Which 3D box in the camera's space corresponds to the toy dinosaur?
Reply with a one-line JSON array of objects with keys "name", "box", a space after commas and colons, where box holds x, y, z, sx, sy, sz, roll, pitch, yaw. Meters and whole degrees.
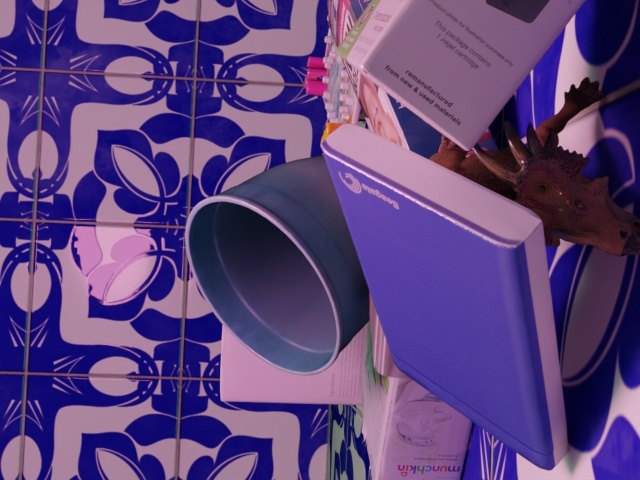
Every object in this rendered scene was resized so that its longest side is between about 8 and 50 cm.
[{"name": "toy dinosaur", "box": [0.144, -0.041, 0.830, 0.200, 0.296, 0.127, -31, -77, -50]}]

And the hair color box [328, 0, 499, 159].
[{"name": "hair color box", "box": [0.114, -0.182, 1.188, 0.174, 0.105, 0.347, 90, 160, -74]}]

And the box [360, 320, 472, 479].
[{"name": "box", "box": [0.134, 0.194, 1.359, 0.262, 0.127, 0.231, -96, 10, -61]}]

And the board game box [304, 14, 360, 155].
[{"name": "board game box", "box": [0.033, -0.384, 1.666, 0.390, 0.050, 0.389, -102, 18, -59]}]

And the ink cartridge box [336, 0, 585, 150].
[{"name": "ink cartridge box", "box": [0.144, -0.227, 0.773, 0.273, 0.115, 0.198, -53, 12, 9]}]

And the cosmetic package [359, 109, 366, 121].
[{"name": "cosmetic package", "box": [0.108, -0.391, 1.850, 0.129, 0.153, 0.296, 111, 162, -71]}]

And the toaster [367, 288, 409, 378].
[{"name": "toaster", "box": [0.144, 0.075, 1.090, 0.185, 0.168, 0.110, -93, 4, -57]}]

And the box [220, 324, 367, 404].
[{"name": "box", "box": [0.005, 0.163, 1.612, 0.215, 0.346, 0.168, -106, 19, -74]}]

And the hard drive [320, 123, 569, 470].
[{"name": "hard drive", "box": [0.118, 0.059, 0.837, 0.210, 0.040, 0.318, 32, 154, 39]}]

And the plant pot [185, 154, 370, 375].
[{"name": "plant pot", "box": [0.000, 0.000, 1.286, 0.255, 0.272, 0.271, -38, -30, -36]}]
